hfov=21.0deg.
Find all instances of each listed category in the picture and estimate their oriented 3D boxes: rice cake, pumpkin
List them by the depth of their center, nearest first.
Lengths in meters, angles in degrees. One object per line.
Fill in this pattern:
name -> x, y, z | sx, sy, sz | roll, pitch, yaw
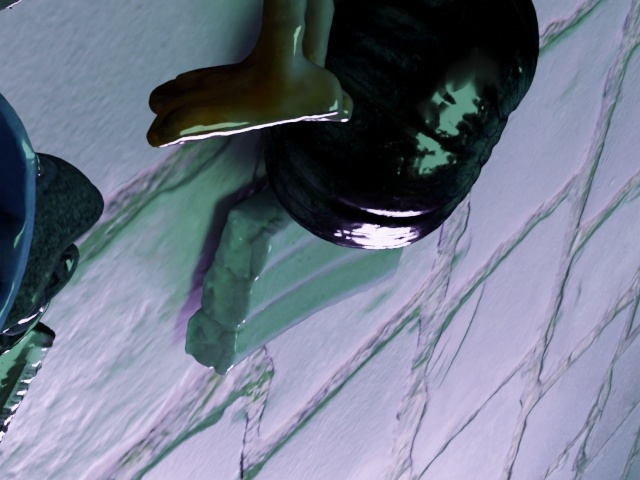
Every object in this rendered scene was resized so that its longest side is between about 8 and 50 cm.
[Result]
pumpkin -> 0.044, -0.088, 1.026 | 0.202, 0.140, 0.202 | -59, 173, -11
rice cake -> 0.000, 0.000, 1.166 | 0.237, 0.043, 0.127 | -25, 141, -55

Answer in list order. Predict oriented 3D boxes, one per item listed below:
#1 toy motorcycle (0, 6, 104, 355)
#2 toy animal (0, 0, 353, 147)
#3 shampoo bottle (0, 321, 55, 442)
toy motorcycle -> -0.203, 0.005, 0.633 | 0.358, 0.125, 0.212 | -31, 142, -48
toy animal -> 0.014, -0.171, 0.585 | 0.225, 0.284, 0.302 | 29, 64, -71
shampoo bottle -> -0.204, 0.125, 0.864 | 0.207, 0.063, 0.057 | -61, 157, 3
